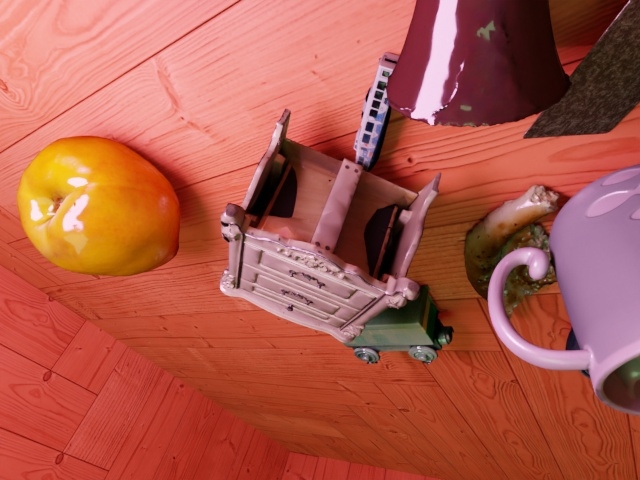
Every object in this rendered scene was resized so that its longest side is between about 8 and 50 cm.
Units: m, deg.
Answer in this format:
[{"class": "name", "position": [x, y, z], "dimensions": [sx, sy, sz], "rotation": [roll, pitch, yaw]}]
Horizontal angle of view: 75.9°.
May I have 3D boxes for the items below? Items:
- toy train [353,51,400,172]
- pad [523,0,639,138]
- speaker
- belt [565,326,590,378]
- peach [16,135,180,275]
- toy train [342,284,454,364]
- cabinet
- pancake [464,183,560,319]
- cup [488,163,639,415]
[{"class": "toy train", "position": [0.084, -0.182, 0.639], "dimensions": [0.047, 0.043, 0.207], "rotation": [17, 143, 4]}, {"class": "pad", "position": [0.350, -0.204, 0.451], "dimensions": [0.158, 0.003, 0.235], "rotation": [-8, 148, -19]}, {"class": "speaker", "position": [0.128, -0.255, 0.346], "dimensions": [0.198, 0.259, 0.329], "rotation": [16, 146, 28]}, {"class": "belt", "position": [0.636, 0.221, 0.831], "dimensions": [0.206, 0.116, 0.268], "rotation": [33, 139, -24]}, {"class": "peach", "position": [-0.444, -0.059, 0.864], "dimensions": [0.289, 0.288, 0.308], "rotation": [5, 179, 19]}, {"class": "toy train", "position": [0.170, 0.218, 1.040], "dimensions": [0.301, 0.120, 0.202], "rotation": [-11, 131, 34]}, {"class": "cabinet", "position": [0.000, 0.000, 0.711], "dimensions": [0.290, 0.227, 0.318], "rotation": [23, 154, -3]}, {"class": "pancake", "position": [0.377, 0.046, 0.784], "dimensions": [0.198, 0.054, 0.376], "rotation": [2, 141, 21]}, {"class": "cup", "position": [0.417, 0.061, 0.562], "dimensions": [0.357, 0.274, 0.259], "rotation": [-7, 136, 16]}]
